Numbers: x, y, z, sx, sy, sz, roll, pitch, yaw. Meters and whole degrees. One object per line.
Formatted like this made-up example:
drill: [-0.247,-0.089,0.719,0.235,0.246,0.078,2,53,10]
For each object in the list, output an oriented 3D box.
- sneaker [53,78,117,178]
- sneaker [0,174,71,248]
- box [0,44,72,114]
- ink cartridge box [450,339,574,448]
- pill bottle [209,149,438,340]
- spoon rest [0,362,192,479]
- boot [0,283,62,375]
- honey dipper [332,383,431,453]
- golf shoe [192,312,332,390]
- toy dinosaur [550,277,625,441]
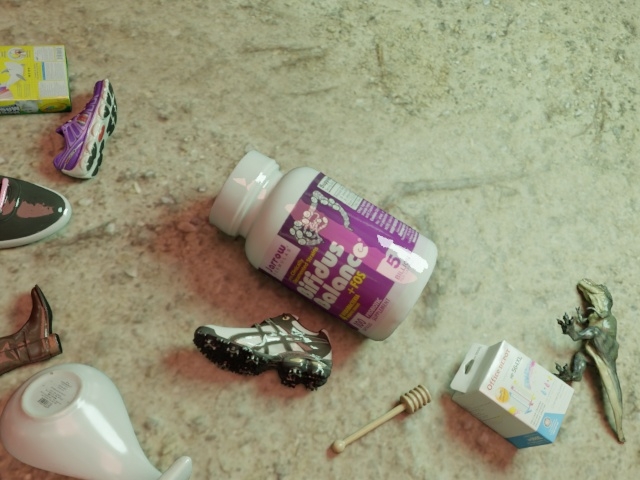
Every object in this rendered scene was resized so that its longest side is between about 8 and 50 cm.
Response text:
sneaker: [-0.357,-0.176,0.885,0.071,0.068,0.170,12,65,-3]
sneaker: [-0.487,-0.070,0.757,0.295,0.147,0.105,8,65,-11]
box: [-0.481,-0.244,0.895,0.179,0.043,0.105,-6,69,-19]
ink cartridge box: [0.272,0.221,0.856,0.143,0.090,0.092,35,63,2]
pill bottle: [0.000,0.000,0.839,0.301,0.169,0.169,31,63,1]
spoon rest: [-0.263,0.232,0.687,0.276,0.084,0.137,21,43,29]
boot: [-0.407,0.121,0.759,0.114,0.037,0.106,-19,70,-16]
honey dipper: [0.086,0.256,0.828,0.160,0.030,0.030,-26,76,-21]
golf shoe: [-0.077,0.141,0.819,0.198,0.077,0.094,20,52,-13]
toy dinosaur: [0.432,0.177,0.935,0.118,0.064,0.268,10,68,-17]
